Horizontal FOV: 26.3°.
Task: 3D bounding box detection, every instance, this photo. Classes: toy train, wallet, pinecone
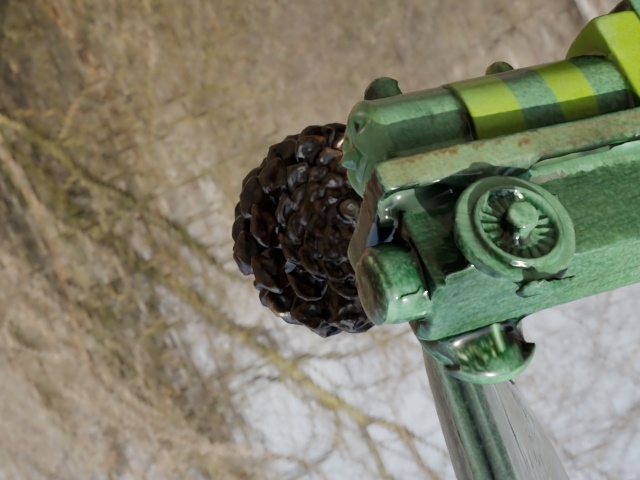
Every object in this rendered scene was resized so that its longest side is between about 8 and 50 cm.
[{"bbox_3d":[0.098,-0.026,0.545,0.200,0.132,0.083,-11,148,-21],"label":"toy train"},{"bbox_3d":[0.112,0.168,0.694,0.054,0.251,0.290,-24,163,9],"label":"wallet"},{"bbox_3d":[0.003,-0.003,1.063,0.163,0.163,0.165,-27,180,-21],"label":"pinecone"}]
